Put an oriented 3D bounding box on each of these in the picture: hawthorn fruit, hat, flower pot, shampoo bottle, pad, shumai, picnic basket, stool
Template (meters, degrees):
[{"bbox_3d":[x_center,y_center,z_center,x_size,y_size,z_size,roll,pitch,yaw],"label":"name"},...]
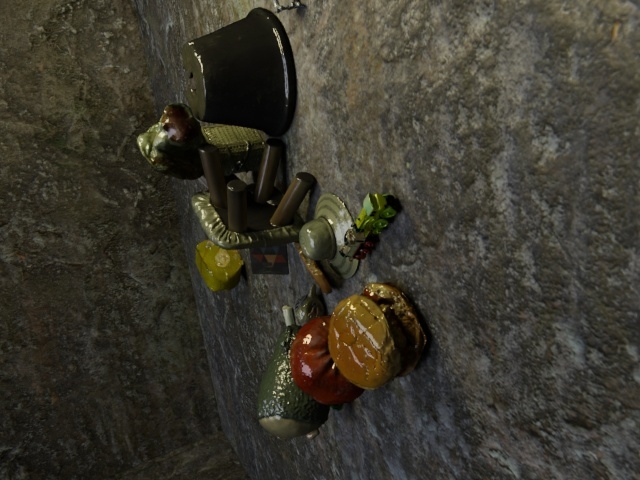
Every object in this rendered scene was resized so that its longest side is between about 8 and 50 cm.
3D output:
[{"bbox_3d":[0.028,0.343,1.442,0.242,0.241,0.272,62,160,25],"label":"hawthorn fruit"},{"bbox_3d":[0.000,0.000,1.423,0.252,0.110,0.252,42,140,51],"label":"hat"},{"bbox_3d":[-0.256,-0.479,1.526,0.379,0.251,0.379,38,135,51],"label":"flower pot"},{"bbox_3d":[-0.113,0.315,1.930,0.049,0.034,0.141,4,109,58],"label":"shampoo bottle"},{"bbox_3d":[-0.188,0.027,1.827,0.003,0.142,0.212,-68,-24,-64],"label":"pad"},{"bbox_3d":[-0.412,-0.318,1.598,0.203,0.272,0.222,-40,98,22],"label":"shumai"},{"bbox_3d":[-0.303,-0.307,1.783,0.154,0.196,0.134,58,148,34],"label":"picnic basket"},{"bbox_3d":[-0.207,-0.147,1.557,0.310,0.310,0.226,50,138,40],"label":"stool"}]

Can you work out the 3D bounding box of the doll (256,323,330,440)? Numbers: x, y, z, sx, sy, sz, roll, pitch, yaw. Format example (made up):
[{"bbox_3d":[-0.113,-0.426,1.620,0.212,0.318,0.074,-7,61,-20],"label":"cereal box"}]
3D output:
[{"bbox_3d":[-0.073,0.449,1.645,0.247,0.247,0.350,122,155,-58],"label":"doll"}]

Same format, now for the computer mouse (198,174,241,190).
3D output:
[{"bbox_3d":[-0.324,-0.179,1.869,0.310,0.072,0.158,45,-159,-20],"label":"computer mouse"}]

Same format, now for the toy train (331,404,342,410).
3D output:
[{"bbox_3d":[0.052,0.497,1.677,0.044,0.042,0.209,54,148,39],"label":"toy train"}]

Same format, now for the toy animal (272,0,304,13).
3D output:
[{"bbox_3d":[-0.107,-0.676,1.301,0.367,0.081,0.206,-178,70,-72],"label":"toy animal"}]

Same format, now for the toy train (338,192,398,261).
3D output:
[{"bbox_3d":[0.106,-0.025,1.218,0.250,0.085,0.053,116,150,-55],"label":"toy train"}]

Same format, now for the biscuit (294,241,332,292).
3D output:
[{"bbox_3d":[-0.018,0.090,1.534,0.144,0.033,0.224,61,177,-35],"label":"biscuit"}]

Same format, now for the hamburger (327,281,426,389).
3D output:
[{"bbox_3d":[0.127,0.228,1.222,0.244,0.163,0.245,40,137,53],"label":"hamburger"}]

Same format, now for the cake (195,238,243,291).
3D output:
[{"bbox_3d":[-0.459,0.109,2.369,0.260,0.179,0.156,52,148,35],"label":"cake"}]

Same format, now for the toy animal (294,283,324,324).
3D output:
[{"bbox_3d":[-0.038,0.207,1.649,0.098,0.098,0.137,169,102,-65],"label":"toy animal"}]
